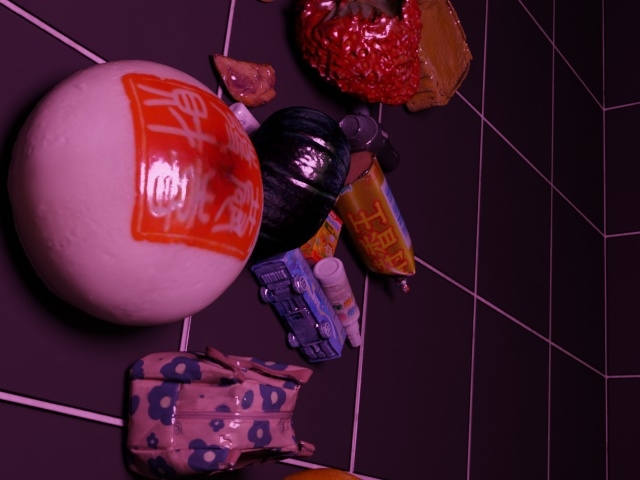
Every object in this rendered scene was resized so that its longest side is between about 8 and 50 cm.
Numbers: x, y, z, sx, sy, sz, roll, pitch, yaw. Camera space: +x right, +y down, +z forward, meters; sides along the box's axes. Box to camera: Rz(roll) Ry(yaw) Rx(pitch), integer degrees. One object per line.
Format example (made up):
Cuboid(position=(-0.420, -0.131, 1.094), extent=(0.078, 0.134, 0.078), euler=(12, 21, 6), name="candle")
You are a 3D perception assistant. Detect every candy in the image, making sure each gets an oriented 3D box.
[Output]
Cuboid(position=(0.000, 0.000, 1.708), extent=(0.062, 0.038, 0.122), euler=(48, 47, -40), name="candy")

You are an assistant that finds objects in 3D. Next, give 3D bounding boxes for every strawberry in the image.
Cuboid(position=(0.078, -0.384, 1.746), extent=(0.258, 0.261, 0.261), euler=(93, 20, -45), name="strawberry")

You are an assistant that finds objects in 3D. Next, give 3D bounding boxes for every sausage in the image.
Cuboid(position=(0.106, -0.020, 1.803), extent=(0.317, 0.125, 0.117), euler=(64, 34, -29), name="sausage")

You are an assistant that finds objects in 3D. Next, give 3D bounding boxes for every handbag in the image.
Cuboid(position=(-0.135, 0.251, 1.326), extent=(0.251, 0.193, 0.190), euler=(11, 79, -53), name="handbag")

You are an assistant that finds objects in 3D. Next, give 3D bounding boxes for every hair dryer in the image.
Cuboid(position=(0.102, -0.283, 1.885), extent=(0.235, 0.091, 0.272), euler=(25, 59, -61), name="hair dryer")

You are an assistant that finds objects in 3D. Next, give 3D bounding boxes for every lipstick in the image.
Cuboid(position=(-0.113, -0.181, 1.580), extent=(0.141, 0.040, 0.040), euler=(49, 46, -38), name="lipstick")

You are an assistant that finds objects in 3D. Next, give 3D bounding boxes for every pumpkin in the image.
Cuboid(position=(-0.082, -0.113, 1.476), extent=(0.248, 0.248, 0.248), euler=(16, 71, -53), name="pumpkin")

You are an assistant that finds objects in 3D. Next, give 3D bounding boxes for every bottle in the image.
Cuboid(position=(0.041, 0.124, 1.706), extent=(0.217, 0.060, 0.060), euler=(69, 34, -41), name="bottle")

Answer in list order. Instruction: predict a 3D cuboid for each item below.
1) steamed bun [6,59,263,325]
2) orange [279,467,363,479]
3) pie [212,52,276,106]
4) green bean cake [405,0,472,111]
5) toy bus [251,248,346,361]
Cuboid(position=(-0.221, -0.069, 1.232), extent=(0.374, 0.241, 0.375), euler=(14, 71, -50), name="steamed bun")
Cuboid(position=(0.000, 0.472, 1.450), extent=(0.236, 0.236, 0.236), euler=(16, 71, -53), name="orange")
Cuboid(position=(-0.125, -0.279, 1.588), extent=(0.170, 0.034, 0.092), euler=(-12, 90, -56), name="pie")
Cuboid(position=(0.233, -0.435, 2.055), extent=(0.224, 0.131, 0.230), euler=(59, 44, -26), name="green bean cake")
Cuboid(position=(-0.037, 0.110, 1.609), extent=(0.237, 0.079, 0.094), euler=(62, 23, -27), name="toy bus")
